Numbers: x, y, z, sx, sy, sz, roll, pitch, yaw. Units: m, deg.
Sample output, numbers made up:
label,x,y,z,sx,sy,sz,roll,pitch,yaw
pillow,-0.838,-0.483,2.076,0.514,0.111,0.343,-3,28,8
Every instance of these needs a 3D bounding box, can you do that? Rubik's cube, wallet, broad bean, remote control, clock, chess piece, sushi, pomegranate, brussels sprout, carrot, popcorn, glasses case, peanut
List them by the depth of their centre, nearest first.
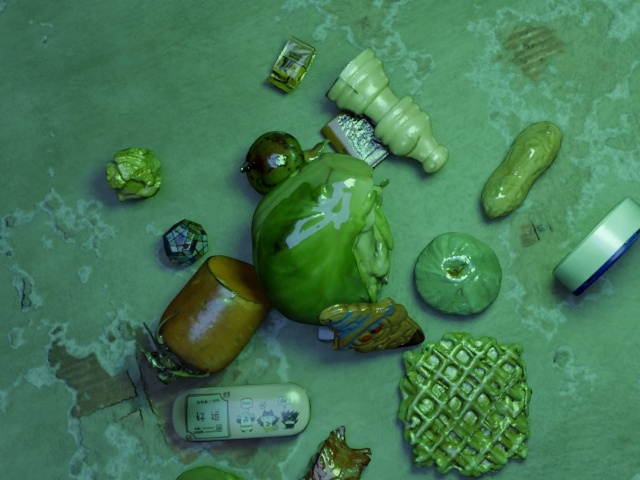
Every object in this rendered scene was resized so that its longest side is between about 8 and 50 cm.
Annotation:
label,x,y,z,sx,sy,sz,roll,pitch,yaw
clock,0.594,0.012,1.695,0.083,0.230,0.230,43,88,11
brussels sprout,0.000,0.000,1.723,0.315,0.276,0.371,8,109,5
sushi,-0.014,0.567,1.737,0.124,0.130,0.332,35,92,5
carrot,-0.253,0.189,1.775,0.193,0.214,0.331,38,90,13
broad bean,-0.245,0.567,1.777,0.175,0.082,0.124,12,85,7
peanut,0.447,-0.160,1.800,0.101,0.117,0.263,36,90,31
glasses case,-0.178,0.386,1.801,0.315,0.075,0.122,-4,78,6
chess piece,0.172,-0.280,1.815,0.307,0.124,0.139,44,58,4
remote control,0.099,0.207,1.823,0.212,0.028,0.059,3,78,6
pomegranate,-0.071,-0.178,1.842,0.220,0.156,0.156,-10,80,0
Rubik's cube,-0.314,0.005,1.865,0.093,0.111,0.111,15,82,35
popcorn,-0.436,-0.154,1.878,0.126,0.145,0.126,-17,87,-3
wallet,0.118,-0.266,1.885,0.195,0.042,0.161,-39,80,-1

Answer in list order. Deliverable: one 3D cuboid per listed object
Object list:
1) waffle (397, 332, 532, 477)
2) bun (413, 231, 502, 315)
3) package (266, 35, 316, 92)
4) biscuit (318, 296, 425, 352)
label,x,y,z,sx,sy,sz,roll,pitch,yaw
waffle,0.316,0.359,1.752,0.297,0.073,0.317,-3,81,5
bun,0.307,0.076,1.776,0.196,0.118,0.195,0,81,3
package,-0.069,-0.419,1.927,0.071,0.047,0.131,27,87,7
biscuit,0.116,0.191,1.716,0.183,0.280,0.043,-45,39,33
